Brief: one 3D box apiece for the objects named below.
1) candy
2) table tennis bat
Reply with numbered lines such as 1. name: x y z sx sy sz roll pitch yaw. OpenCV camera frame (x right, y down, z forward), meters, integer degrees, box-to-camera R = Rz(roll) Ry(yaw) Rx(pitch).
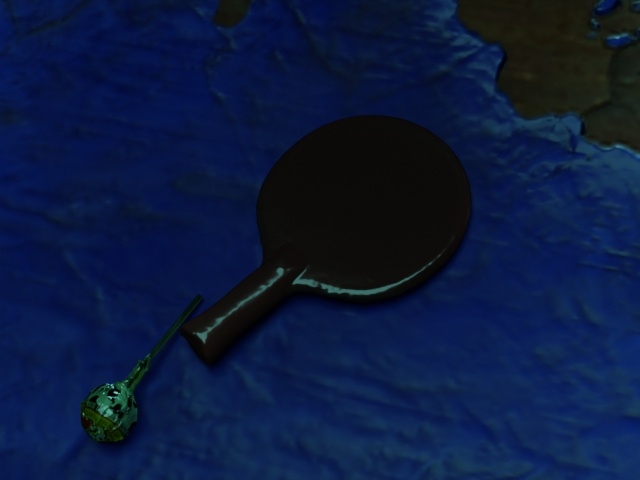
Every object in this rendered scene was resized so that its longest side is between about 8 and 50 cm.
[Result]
1. candy: -0.077 0.056 0.611 0.023 0.025 0.083 48 64 -17
2. table tennis bat: 0.000 0.000 0.626 0.155 0.019 0.098 -40 64 -14
